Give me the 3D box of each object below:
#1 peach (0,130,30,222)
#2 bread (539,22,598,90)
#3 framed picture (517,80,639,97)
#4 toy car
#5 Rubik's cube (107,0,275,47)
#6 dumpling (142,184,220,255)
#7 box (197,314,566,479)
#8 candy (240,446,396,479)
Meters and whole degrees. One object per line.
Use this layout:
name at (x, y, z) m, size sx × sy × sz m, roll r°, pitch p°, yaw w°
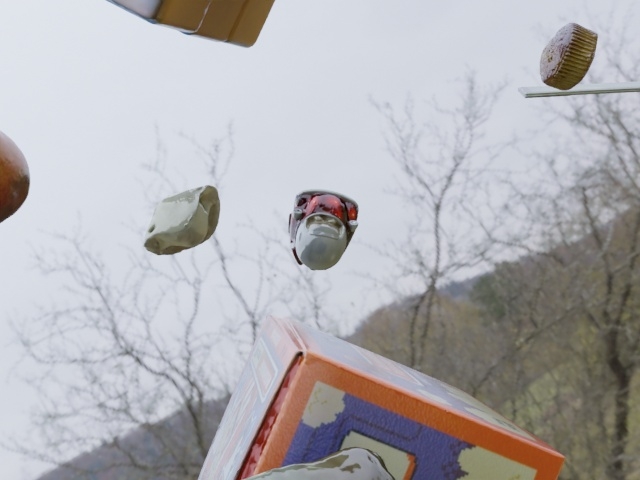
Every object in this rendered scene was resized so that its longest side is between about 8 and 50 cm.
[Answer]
peach at (-0.661, -0.114, 1.622) m, size 0.243 × 0.243 × 0.199 m, roll -22°, pitch -9°, yaw -47°
bread at (0.301, -0.229, 1.081) m, size 0.085 × 0.053 × 0.085 m, roll -159°, pitch 90°, yaw -87°
framed picture at (0.450, -0.252, 1.452) m, size 0.232 × 0.010 × 0.173 m, roll -1°, pitch 13°, yaw 10°
toy car at (0.000, 0.000, 1.403) m, size 0.112 × 0.112 × 0.139 m, roll -87°, pitch 9°, yaw -57°
Rubik's cube at (-0.168, -0.385, 0.854) m, size 0.291 × 0.290 × 0.292 m, roll -63°, pitch -9°, yaw 13°
dumpling at (-0.131, -0.018, 0.838) m, size 0.057 × 0.052 × 0.076 m, roll 70°, pitch -141°, yaw -70°
box at (0.012, 0.271, 0.860) m, size 0.349 × 0.257 × 0.318 m, roll -172°, pitch 104°, yaw -85°
candy at (-0.047, 0.221, 0.584) m, size 0.234 × 0.104 × 0.102 m, roll -22°, pitch -39°, yaw -10°
